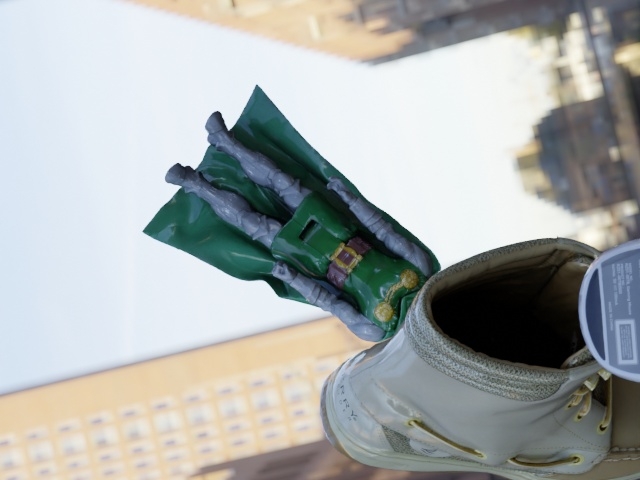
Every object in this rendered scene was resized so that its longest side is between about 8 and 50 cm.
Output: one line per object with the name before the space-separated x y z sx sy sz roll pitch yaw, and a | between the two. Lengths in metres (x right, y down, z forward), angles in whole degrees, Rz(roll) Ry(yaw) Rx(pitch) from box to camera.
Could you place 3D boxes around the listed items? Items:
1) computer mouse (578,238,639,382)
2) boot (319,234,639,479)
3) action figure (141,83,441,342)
computer mouse | 0.207 0.025 0.791 0.042 0.193 0.106 -5 -89 -54
boot | 0.150 0.073 1.051 0.203 0.262 0.095 124 147 -61
action figure | 0.000 0.000 1.252 0.232 0.137 0.063 35 177 16
